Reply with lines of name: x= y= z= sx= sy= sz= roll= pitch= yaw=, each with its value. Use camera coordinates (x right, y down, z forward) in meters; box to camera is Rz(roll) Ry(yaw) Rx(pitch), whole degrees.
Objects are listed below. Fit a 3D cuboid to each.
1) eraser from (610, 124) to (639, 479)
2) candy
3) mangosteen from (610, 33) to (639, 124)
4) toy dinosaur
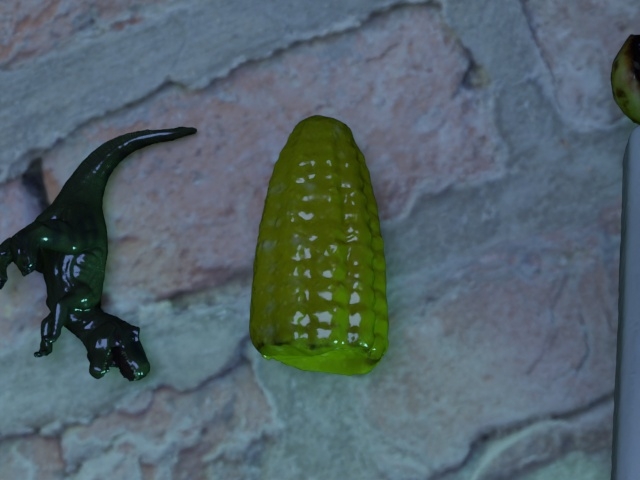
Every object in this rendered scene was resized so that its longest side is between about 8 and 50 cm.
eraser: x=0.273 y=0.061 z=1.237 sx=0.174 sy=0.095 sz=0.270 roll=6 pitch=64 yaw=2
candy: x=0.000 y=0.000 z=1.491 sx=0.106 sy=0.094 sz=0.199 roll=-3 pitch=69 yaw=12
mangosteen: x=0.300 y=-0.098 z=1.417 sx=0.192 sy=0.192 sz=0.217 roll=47 pitch=113 yaw=17
toy dinosaur: x=-0.162 y=0.017 z=1.557 sx=0.179 sy=0.087 sz=0.187 roll=-19 pitch=88 yaw=-31
